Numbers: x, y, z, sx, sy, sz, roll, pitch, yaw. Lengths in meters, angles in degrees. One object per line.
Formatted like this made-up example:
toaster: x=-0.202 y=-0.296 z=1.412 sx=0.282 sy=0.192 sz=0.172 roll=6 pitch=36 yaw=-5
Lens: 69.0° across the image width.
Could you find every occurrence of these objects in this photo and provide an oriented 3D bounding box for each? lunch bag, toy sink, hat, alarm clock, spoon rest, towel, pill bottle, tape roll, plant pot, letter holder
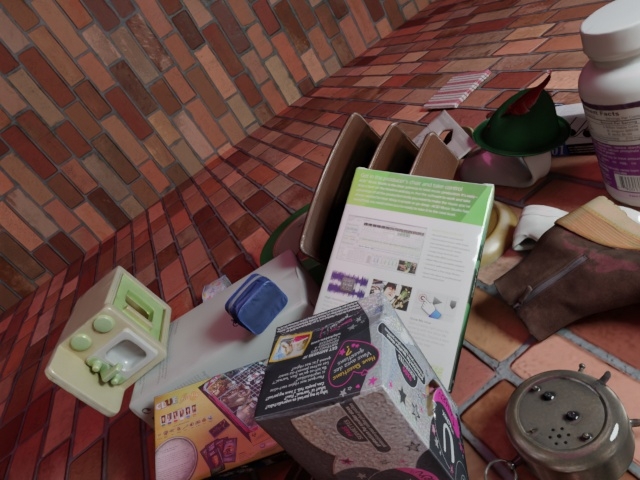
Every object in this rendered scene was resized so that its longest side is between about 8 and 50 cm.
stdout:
lunch bag: x=-0.283 y=0.142 z=1.278 sx=0.071 sy=0.053 sz=0.083 roll=-29 pitch=18 yaw=4
toy sink: x=-0.386 y=0.181 z=0.888 sx=0.131 sy=0.153 sz=0.234 roll=-38 pitch=26 yaw=7
hat: x=0.377 y=-0.272 z=0.857 sx=0.172 sy=0.184 sz=0.208 roll=-33 pitch=40 yaw=-17
alarm clock: x=0.268 y=0.225 z=0.541 sx=0.192 sy=0.064 sz=0.129 roll=-38 pitch=28 yaw=-1
spoon rest: x=0.401 y=-0.163 z=1.020 sx=0.137 sy=0.084 sz=0.276 roll=-34 pitch=14 yaw=-2
towel: x=0.449 y=-0.490 z=1.530 sx=0.197 sy=0.029 sz=0.144 roll=-45 pitch=29 yaw=-15
pill bottle: x=0.505 y=-0.214 z=0.721 sx=0.169 sy=0.302 sz=0.169 roll=-26 pitch=28 yaw=15
tape roll: x=0.000 y=0.000 z=1.173 sx=0.321 sy=0.077 sz=0.321 roll=-26 pitch=28 yaw=15
lunch bag: x=-0.115 y=0.110 z=0.803 sx=0.098 sy=0.067 sz=0.065 roll=-46 pitch=32 yaw=-18
plant pot: x=0.276 y=-0.015 z=0.946 sx=0.236 sy=0.032 sz=0.236 roll=-25 pitch=29 yaw=15
letter holder: x=0.113 y=-0.076 z=0.896 sx=0.151 sy=0.214 sz=0.302 roll=10 pitch=74 yaw=45

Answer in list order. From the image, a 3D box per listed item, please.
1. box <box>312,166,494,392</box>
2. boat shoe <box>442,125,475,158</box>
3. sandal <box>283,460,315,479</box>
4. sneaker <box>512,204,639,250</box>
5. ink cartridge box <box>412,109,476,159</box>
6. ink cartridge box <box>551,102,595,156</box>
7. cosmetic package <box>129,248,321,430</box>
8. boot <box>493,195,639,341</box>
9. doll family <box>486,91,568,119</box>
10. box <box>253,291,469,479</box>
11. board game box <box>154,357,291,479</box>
box: x=0.128 y=0.049 z=0.746 sx=0.232 sy=0.058 sz=0.323 roll=12 pitch=77 yaw=23
boat shoe: x=0.335 y=-0.229 z=1.137 sx=0.060 sy=0.064 sz=0.178 roll=-5 pitch=-10 yaw=-16
sandal: x=-0.011 y=0.353 z=0.626 sx=0.090 sy=0.060 sz=0.219 roll=-40 pitch=11 yaw=24
sneaker: x=0.411 y=-0.002 z=0.751 sx=0.212 sy=0.080 sz=0.094 roll=5 pitch=59 yaw=58
ink cartridge box: x=0.242 y=-0.167 z=1.116 sx=0.261 sy=0.066 sz=0.296 roll=-39 pitch=22 yaw=20
ink cartridge box: x=0.516 y=-0.225 z=0.952 sx=0.046 sy=0.097 sz=0.207 roll=-47 pitch=30 yaw=-24
cosmetic package: x=-0.166 y=0.209 z=0.937 sx=0.384 sy=0.156 sz=0.217 roll=-30 pitch=28 yaw=6
boot: x=0.388 y=0.077 z=0.642 sx=0.207 sy=0.090 sz=0.249 roll=-47 pitch=44 yaw=17
doll family: x=0.467 y=-0.276 z=1.069 sx=0.192 sy=0.111 sz=0.076 roll=-17 pitch=32 yaw=29
box: x=0.063 y=0.214 z=0.574 sx=0.163 sy=0.247 sz=0.142 roll=-22 pitch=31 yaw=22
board game box: x=-0.151 y=0.302 z=0.772 sx=0.243 sy=0.042 sz=0.165 roll=-18 pitch=48 yaw=-1
